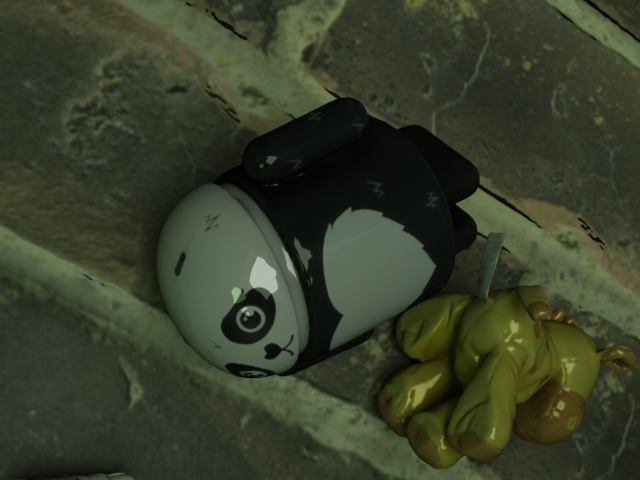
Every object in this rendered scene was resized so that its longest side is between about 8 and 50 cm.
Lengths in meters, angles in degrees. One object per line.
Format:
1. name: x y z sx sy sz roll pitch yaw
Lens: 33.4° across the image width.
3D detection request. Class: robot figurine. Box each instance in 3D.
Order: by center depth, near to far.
1. robot figurine: 0.001 0.003 0.887 0.278 0.173 0.209 -25 96 -23

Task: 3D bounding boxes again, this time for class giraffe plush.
1. giraffe plush: 0.180 0.118 0.974 0.170 0.181 0.210 24 96 -33

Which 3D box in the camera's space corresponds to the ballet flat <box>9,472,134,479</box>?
1. ballet flat: -0.159 0.242 0.870 0.221 0.077 0.079 46 53 -21
